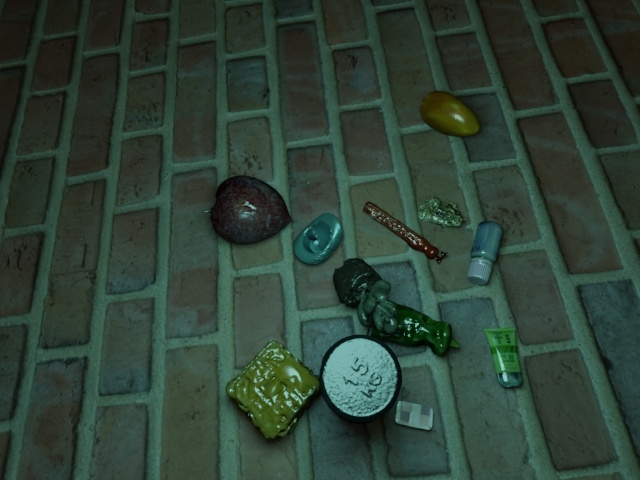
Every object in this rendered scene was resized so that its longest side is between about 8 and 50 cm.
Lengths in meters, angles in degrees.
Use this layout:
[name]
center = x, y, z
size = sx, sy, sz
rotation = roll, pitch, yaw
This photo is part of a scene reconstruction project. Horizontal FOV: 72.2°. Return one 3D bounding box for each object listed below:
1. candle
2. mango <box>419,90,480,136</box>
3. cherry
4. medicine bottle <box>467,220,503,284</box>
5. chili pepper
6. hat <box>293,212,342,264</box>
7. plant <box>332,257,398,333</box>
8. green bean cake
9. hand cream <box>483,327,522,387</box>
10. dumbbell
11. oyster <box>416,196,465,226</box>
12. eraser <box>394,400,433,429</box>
[candle]
center = 0.278, -0.030, 1.498
size = 0.329, 0.048, 0.051
rotation = 37, 61, 19
[mango]
center = 0.477, -0.457, 1.612
size = 0.126, 0.154, 0.252
rotation = -43, 57, -5
[cherry]
center = -0.243, -0.102, 1.492
size = 0.300, 0.203, 0.231
rotation = 9, 66, -7
[medicine bottle]
center = 0.531, 0.040, 1.425
size = 0.083, 0.083, 0.203
rotation = 18, 68, 12
[chili pepper]
center = 0.292, 0.274, 1.342
size = 0.270, 0.099, 0.136
rotation = 15, 43, 17
[hat]
center = 0.000, 0.000, 1.495
size = 0.191, 0.078, 0.138
rotation = -45, 61, 6
[plant]
center = 0.145, 0.166, 1.316
size = 0.149, 0.146, 0.274
rotation = -54, 30, 10
[green bean cake]
center = -0.131, 0.435, 1.287
size = 0.224, 0.131, 0.230
rotation = 39, 76, 18
[hand cream]
center = 0.552, 0.347, 1.313
size = 0.095, 0.046, 0.175
rotation = -4, 65, 6
[dumbbell]
center = 0.104, 0.384, 1.185
size = 0.203, 0.322, 0.204
rotation = -2, 67, 4
[oyster]
center = 0.423, -0.101, 1.514
size = 0.165, 0.053, 0.108
rotation = 21, 60, 21
[eraser]
center = 0.272, 0.510, 1.279
size = 0.105, 0.026, 0.065
rotation = 7, 65, 8
